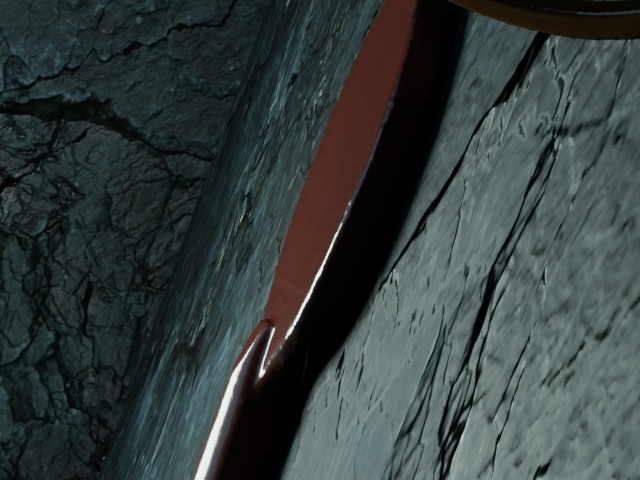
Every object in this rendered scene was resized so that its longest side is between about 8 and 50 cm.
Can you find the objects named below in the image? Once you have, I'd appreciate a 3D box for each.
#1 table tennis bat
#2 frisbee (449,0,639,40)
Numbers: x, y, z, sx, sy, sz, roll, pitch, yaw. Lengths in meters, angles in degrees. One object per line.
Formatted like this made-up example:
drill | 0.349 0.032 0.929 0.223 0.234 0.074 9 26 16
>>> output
table tennis bat | 0.000 0.000 1.085 0.268 0.051 0.415 -170 102 -82
frisbee | 0.059 -0.166 0.481 0.021 0.251 0.251 -52 -2 -32
